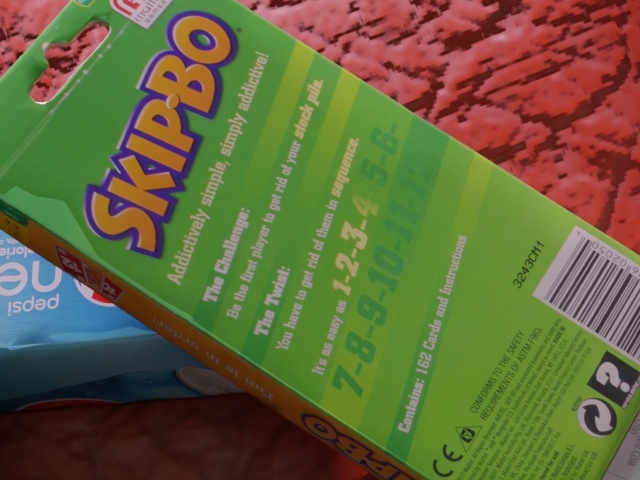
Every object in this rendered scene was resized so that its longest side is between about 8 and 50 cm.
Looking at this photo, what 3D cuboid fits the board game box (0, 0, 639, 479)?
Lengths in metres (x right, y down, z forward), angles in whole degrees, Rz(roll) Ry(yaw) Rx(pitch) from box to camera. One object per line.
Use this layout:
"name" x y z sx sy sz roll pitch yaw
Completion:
"board game box" 0.000 0.000 0.575 0.259 0.039 0.124 34 63 4

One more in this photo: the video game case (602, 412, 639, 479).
"video game case" 0.182 0.100 0.575 0.183 0.023 0.201 22 71 20

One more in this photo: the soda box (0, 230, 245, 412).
"soda box" -0.108 0.027 0.638 0.210 0.071 0.067 -5 65 9
